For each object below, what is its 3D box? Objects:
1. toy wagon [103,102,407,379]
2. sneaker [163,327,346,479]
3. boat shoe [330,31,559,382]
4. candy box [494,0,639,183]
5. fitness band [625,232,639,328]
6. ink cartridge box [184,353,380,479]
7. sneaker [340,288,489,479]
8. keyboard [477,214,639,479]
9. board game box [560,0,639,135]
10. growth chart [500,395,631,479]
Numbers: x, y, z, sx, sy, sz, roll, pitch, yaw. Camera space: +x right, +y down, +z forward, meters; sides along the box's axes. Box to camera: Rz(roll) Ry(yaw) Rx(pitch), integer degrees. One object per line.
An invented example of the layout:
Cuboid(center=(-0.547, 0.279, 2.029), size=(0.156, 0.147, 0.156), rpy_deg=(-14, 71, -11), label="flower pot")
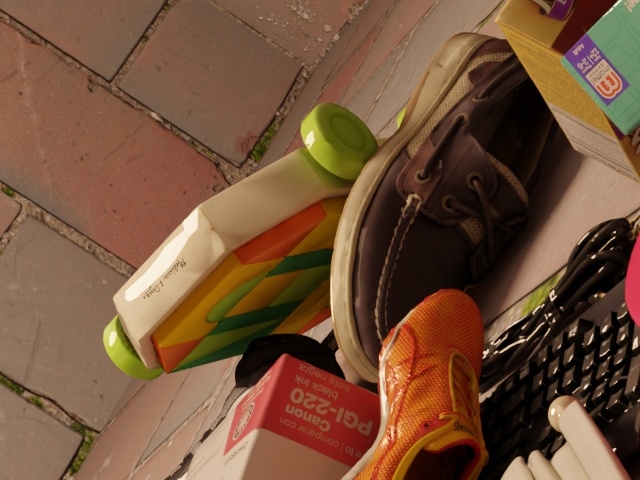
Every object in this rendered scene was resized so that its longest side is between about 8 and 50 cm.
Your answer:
Cuboid(center=(0.000, 0.000, 1.191), size=(0.267, 0.068, 0.344), rpy_deg=(-44, -20, 32), label="toy wagon")
Cuboid(center=(-0.060, 0.170, 1.162), size=(0.268, 0.101, 0.153), rpy_deg=(-47, 9, 29), label="sneaker")
Cuboid(center=(0.093, -0.032, 1.037), size=(0.092, 0.103, 0.285), rpy_deg=(-4, 45, 38), label="boat shoe")
Cuboid(center=(0.157, -0.108, 0.782), size=(0.109, 0.053, 0.186), rpy_deg=(-57, -25, -2), label="candy box")
Cuboid(center=(0.207, -0.035, 0.542), size=(0.209, 0.054, 0.291), rpy_deg=(-55, 8, -7), label="fitness band")
Cuboid(center=(-0.038, 0.190, 0.800), size=(0.158, 0.092, 0.218), rpy_deg=(-51, 17, 55), label="ink cartridge box")
Cuboid(center=(0.057, 0.091, 0.747), size=(0.067, 0.064, 0.175), rpy_deg=(-21, 34, 37), label="sneaker")
Cuboid(center=(0.087, 0.094, 0.802), size=(0.317, 0.033, 0.201), rpy_deg=(-48, 11, 44), label="keyboard")
Cuboid(center=(0.214, -0.142, 0.661), size=(0.210, 0.047, 0.160), rpy_deg=(-34, -8, -39), label="board game box")
Cuboid(center=(0.057, 0.171, 0.627), size=(0.237, 0.021, 0.172), rpy_deg=(-60, 7, 18), label="growth chart")
